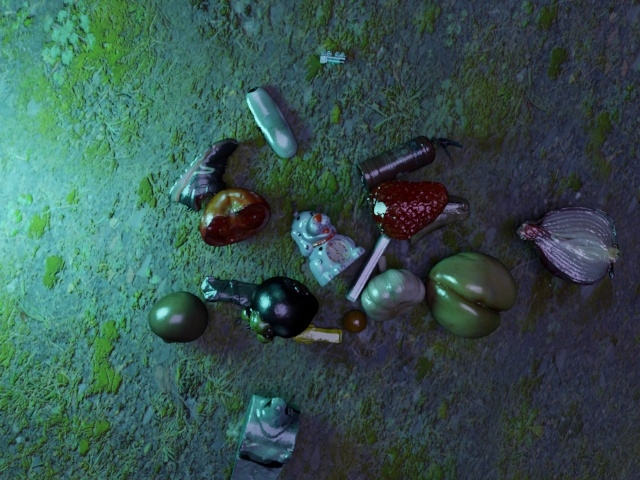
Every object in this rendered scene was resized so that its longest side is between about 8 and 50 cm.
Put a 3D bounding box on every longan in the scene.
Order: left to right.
[{"bbox_3d":[-0.456,0.249,1.838,0.189,0.189,0.189,0,94,-5],"label":"longan"}]

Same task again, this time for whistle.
[{"bbox_3d":[-0.189,0.690,1.879,0.168,0.188,0.404,16,93,-6],"label":"whistle"}]

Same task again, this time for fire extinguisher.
[{"bbox_3d":[0.299,-0.265,1.888,0.344,0.138,0.102,-24,140,-3],"label":"fire extinguisher"}]

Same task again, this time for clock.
[{"bbox_3d":[0.003,0.001,1.870,0.189,0.189,0.254,-37,90,-2],"label":"clock"}]

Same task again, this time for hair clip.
[{"bbox_3d":[-0.014,0.318,1.940,0.173,0.046,0.072,1,84,-6],"label":"hair clip"}]

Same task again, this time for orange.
[{"bbox_3d":[0.118,0.276,1.938,0.085,0.085,0.084,0,94,-5],"label":"orange"}]

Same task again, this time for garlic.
[{"bbox_3d":[0.224,0.148,1.906,0.219,0.218,0.212,-19,58,-4],"label":"garlic"}]

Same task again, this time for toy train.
[{"bbox_3d":[0.040,-0.607,1.891,0.092,0.029,0.045,5,101,-7],"label":"toy train"}]

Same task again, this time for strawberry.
[{"bbox_3d":[0.289,-0.110,1.811,0.245,0.205,0.205,-19,96,23],"label":"strawberry"}]

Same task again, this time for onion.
[{"bbox_3d":[0.817,0.004,1.943,0.349,0.159,0.267,19,81,1],"label":"onion"}]

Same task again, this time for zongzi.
[{"bbox_3d":[0.399,-0.062,1.921,0.195,0.099,0.197,10,97,10],"label":"zongzi"}]

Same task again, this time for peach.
[{"bbox_3d":[0.490,0.174,1.884,0.293,0.247,0.292,4,105,17],"label":"peach"}]

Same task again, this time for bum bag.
[{"bbox_3d":[-0.300,0.174,1.906,0.198,0.049,0.087,9,69,-5],"label":"bum bag"}]

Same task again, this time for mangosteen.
[{"bbox_3d":[-0.134,0.227,1.840,0.243,0.243,0.242,0,94,-5],"label":"mangosteen"}]

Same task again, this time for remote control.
[{"bbox_3d":[-0.161,-0.389,1.879,0.097,0.045,0.256,-33,94,-3],"label":"remote control"},{"bbox_3d":[0.158,0.089,1.913,0.034,0.103,0.250,30,90,-4],"label":"remote control"}]

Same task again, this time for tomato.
[{"bbox_3d":[-0.284,-0.088,1.826,0.233,0.200,0.139,-20,63,-13],"label":"tomato"}]

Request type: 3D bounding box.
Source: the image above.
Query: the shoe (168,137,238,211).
[{"bbox_3d":[-0.357,-0.206,1.837,0.137,0.114,0.291,41,92,-1],"label":"shoe"}]
